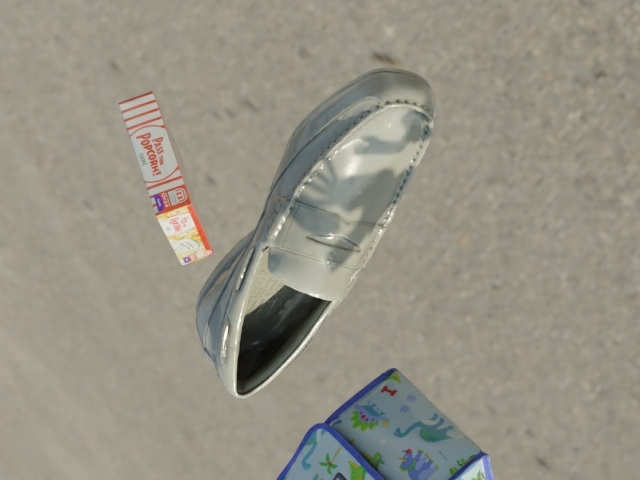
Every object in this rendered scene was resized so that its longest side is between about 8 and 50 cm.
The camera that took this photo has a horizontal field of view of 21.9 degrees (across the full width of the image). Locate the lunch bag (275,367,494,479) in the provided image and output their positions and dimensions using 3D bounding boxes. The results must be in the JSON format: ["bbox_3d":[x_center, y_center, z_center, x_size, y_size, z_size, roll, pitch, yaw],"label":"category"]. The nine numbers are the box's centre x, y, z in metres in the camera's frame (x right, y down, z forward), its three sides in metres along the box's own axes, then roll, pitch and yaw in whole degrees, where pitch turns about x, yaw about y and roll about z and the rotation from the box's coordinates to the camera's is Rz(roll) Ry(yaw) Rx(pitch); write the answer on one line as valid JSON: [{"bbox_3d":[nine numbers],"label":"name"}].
[{"bbox_3d":[0.049,0.200,1.356,0.129,0.151,0.096,43,166,40],"label":"lunch bag"}]

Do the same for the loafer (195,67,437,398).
[{"bbox_3d":[0.000,0.000,1.330,0.112,0.111,0.319,12,130,-26],"label":"loafer"}]

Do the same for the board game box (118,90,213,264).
[{"bbox_3d":[-0.178,-0.069,1.930,0.193,0.045,0.147,76,174,-73],"label":"board game box"}]
